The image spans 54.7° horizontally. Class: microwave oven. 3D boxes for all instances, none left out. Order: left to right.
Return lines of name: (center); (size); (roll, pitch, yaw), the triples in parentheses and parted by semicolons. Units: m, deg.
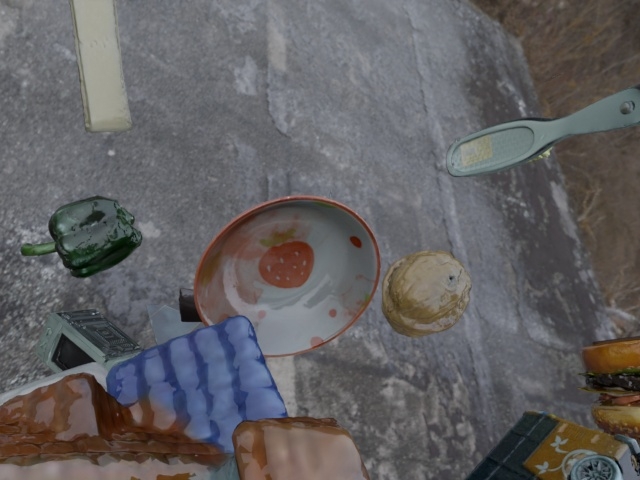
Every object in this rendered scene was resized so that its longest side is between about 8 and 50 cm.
microwave oven: (-0.538, 0.262, 1.464); (0.208, 0.122, 0.162); (31, 13, 25)

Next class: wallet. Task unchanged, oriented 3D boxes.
wallet: (-0.206, 0.151, 1.407); (0.229, 0.182, 0.049); (4, 67, -10)

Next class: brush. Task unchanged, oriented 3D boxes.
brush: (0.305, -0.136, 0.828); (0.060, 0.297, 0.068); (12, 73, -41)

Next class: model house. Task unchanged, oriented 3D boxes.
model house: (-0.130, 0.165, 0.400); (0.295, 0.329, 0.252); (13, 39, -34)

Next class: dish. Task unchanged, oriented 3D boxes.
dish: (-0.050, 0.037, 0.869); (0.260, 0.260, 0.085); (26, 19, -30)

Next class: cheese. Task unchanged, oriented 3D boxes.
cheese: (-0.392, -0.391, 1.075); (0.085, 0.034, 0.400); (-6, 97, -9)

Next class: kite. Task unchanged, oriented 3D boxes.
kite: (0.503, -0.350, 1.306); (0.044, 0.078, 0.002); (-24, 91, -44)

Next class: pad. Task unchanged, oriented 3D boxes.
pad: (-0.339, 0.242, 1.561); (0.163, 0.004, 0.243); (3, 35, -32)

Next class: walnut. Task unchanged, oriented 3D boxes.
walnut: (0.242, 0.120, 1.434); (0.245, 0.198, 0.198); (-29, 87, -33)

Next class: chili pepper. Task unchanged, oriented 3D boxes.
chili pepper: (-0.550, 0.004, 1.413); (0.261, 0.174, 0.165); (-26, 82, -7)

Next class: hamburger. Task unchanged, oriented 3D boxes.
hamburger: (0.692, 0.309, 1.287); (0.291, 0.291, 0.225); (6, 75, -40)

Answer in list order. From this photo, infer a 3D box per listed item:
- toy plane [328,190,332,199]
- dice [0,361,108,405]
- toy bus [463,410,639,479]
toy plane: (-0.003, -0.002, 1.399); (0.058, 0.226, 0.226); (17, 57, 2)
dice: (-0.410, 0.307, 0.958); (0.193, 0.194, 0.192); (-19, 87, -32)
toy bus: (0.219, 0.327, 0.665); (0.275, 0.167, 0.138); (-38, 111, -24)
